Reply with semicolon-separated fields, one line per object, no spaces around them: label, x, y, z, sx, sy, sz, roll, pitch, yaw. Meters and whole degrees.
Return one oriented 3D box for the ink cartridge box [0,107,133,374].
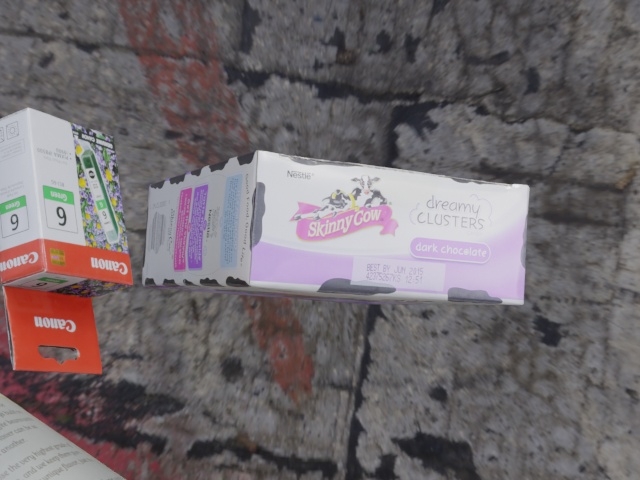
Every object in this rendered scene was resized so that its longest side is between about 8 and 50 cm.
ink cartridge box;-0.118;0.002;0.492;0.029;0.063;0.115;-17;75;25

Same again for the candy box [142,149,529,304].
candy box;0.000;0.000;0.631;0.164;0.196;0.070;6;85;-24

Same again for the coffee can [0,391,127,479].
coffee can;-0.145;0.223;0.567;0.275;0.201;0.201;30;92;15
